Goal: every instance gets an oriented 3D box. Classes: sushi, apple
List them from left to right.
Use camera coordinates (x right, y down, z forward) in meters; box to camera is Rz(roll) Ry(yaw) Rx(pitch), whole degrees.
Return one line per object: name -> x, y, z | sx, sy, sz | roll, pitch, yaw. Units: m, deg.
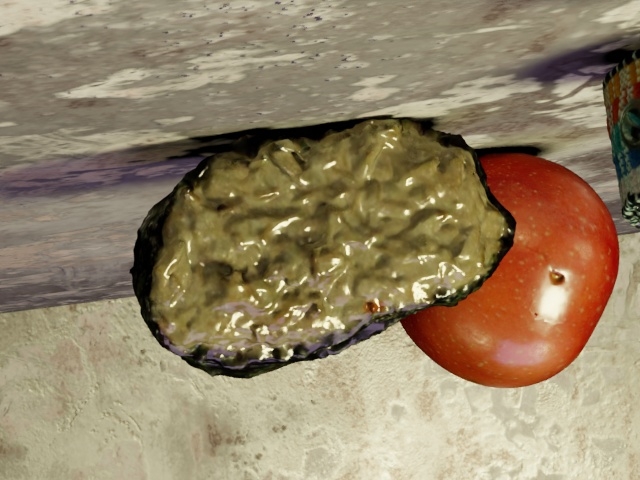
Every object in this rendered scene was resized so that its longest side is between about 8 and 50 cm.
sushi -> 0.000, 0.000, 1.477 | 0.350, 0.211, 0.171 | -12, 172, -13
apple -> 0.200, 0.029, 1.780 | 0.216, 0.260, 0.260 | 20, 168, -13

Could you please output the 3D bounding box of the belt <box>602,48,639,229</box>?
belt -> 0.353, -0.094, 1.261 | 0.257, 0.150, 0.207 | -10, 165, 15
